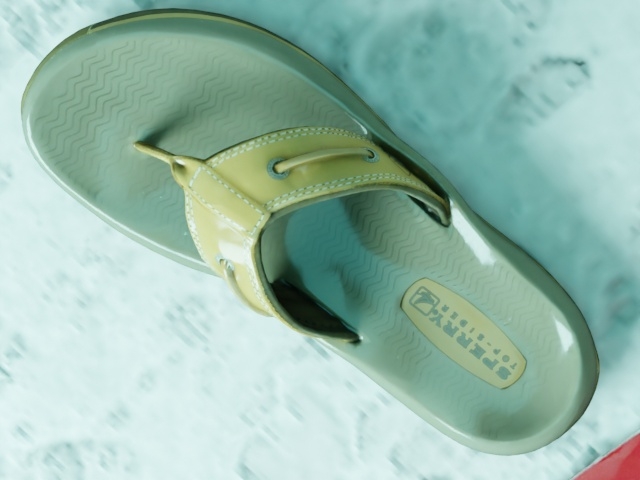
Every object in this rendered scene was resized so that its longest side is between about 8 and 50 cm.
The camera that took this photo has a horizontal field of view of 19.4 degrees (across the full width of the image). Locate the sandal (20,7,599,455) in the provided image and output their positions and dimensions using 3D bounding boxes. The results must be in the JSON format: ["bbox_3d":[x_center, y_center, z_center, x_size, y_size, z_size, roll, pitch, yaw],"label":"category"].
[{"bbox_3d":[0.000,0.000,0.510,0.180,0.049,0.072,36,105,-4],"label":"sandal"}]

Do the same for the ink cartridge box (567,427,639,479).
[{"bbox_3d":[0.158,0.179,0.499,0.309,0.130,0.272,-39,96,14],"label":"ink cartridge box"}]
